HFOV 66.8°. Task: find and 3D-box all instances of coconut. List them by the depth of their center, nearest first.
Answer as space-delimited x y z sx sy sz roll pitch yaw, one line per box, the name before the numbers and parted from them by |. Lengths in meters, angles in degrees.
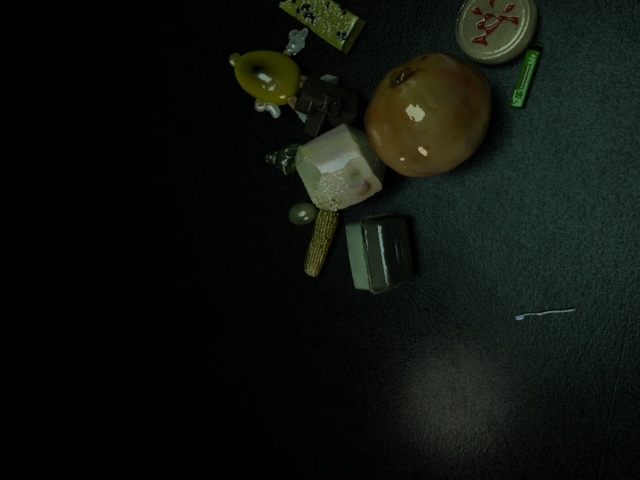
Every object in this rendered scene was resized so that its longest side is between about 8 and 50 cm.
coconut | 0.092 -0.266 1.757 0.310 0.297 0.297 -24 85 12

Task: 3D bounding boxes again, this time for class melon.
melon | -0.070 -0.111 2.001 0.131 0.098 0.097 -13 91 26

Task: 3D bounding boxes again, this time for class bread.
bread | -0.004 -0.869 1.857 0.361 0.077 0.138 42 114 18

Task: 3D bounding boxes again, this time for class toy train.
toy train | 0.657 -0.530 1.546 0.044 0.042 0.209 20 108 25

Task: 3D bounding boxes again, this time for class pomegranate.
pomegranate | 0.354 -0.397 1.568 0.412 0.412 0.410 5 100 30

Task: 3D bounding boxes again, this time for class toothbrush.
toothbrush | 0.753 0.244 1.625 0.194 0.013 0.019 -16 96 31

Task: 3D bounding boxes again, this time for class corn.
corn | 0.000 0.000 1.982 0.097 0.097 0.319 26 111 24

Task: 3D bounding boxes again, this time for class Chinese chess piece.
Chinese chess piece | 0.558 -0.688 1.547 0.250 0.103 0.249 5 100 32

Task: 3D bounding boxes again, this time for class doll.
doll | -0.136 -0.643 1.933 0.348 0.161 0.422 -31 81 8

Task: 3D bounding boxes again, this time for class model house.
model house | 0.017 -0.469 1.757 0.212 0.243 0.204 18 106 -15

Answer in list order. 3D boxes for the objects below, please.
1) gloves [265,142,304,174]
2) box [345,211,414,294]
gloves | -0.115 -0.332 1.990 0.268 0.107 0.135 17 98 45
box | 0.222 0.044 1.787 0.166 0.221 0.290 -6 95 45
